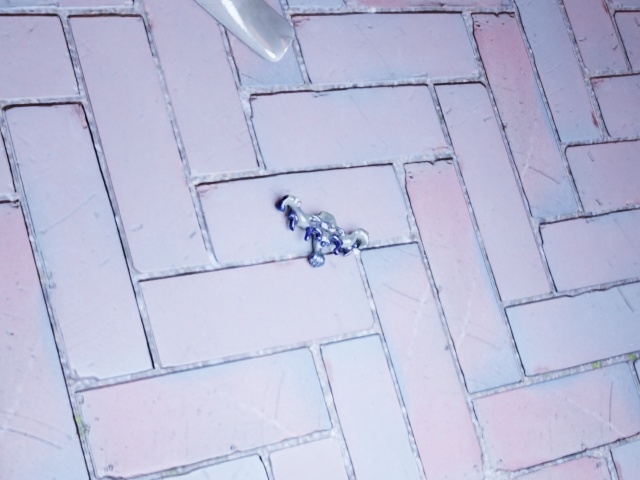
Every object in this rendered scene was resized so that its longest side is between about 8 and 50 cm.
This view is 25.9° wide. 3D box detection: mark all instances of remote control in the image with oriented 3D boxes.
[{"bbox_3d":[-0.121,-0.324,1.774,0.229,0.044,0.073,40,50,-16],"label":"remote control"}]

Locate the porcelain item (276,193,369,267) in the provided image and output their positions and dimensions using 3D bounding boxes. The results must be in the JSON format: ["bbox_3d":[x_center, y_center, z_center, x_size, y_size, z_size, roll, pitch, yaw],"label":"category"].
[{"bbox_3d":[0.000,0.000,1.748,0.136,0.021,0.075,25,63,-26],"label":"porcelain item"}]
